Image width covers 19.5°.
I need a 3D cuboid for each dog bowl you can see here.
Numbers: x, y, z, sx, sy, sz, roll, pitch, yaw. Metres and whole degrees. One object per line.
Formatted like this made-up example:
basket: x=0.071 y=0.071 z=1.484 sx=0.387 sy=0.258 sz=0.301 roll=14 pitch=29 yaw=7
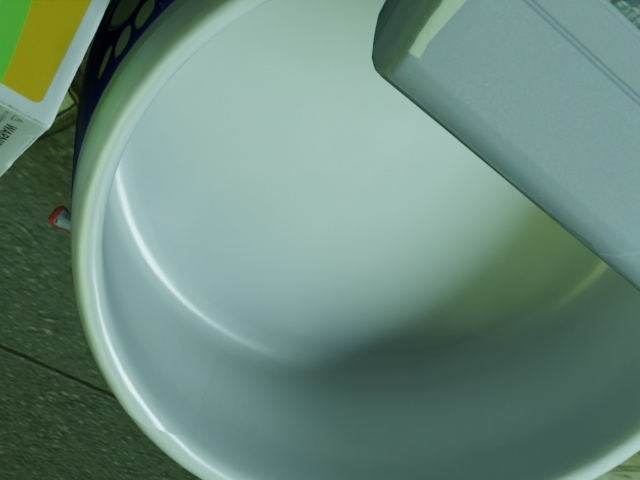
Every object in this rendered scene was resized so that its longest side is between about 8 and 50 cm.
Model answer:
dog bowl: x=0.035 y=-0.019 z=0.725 sx=0.265 sy=0.104 sz=0.265 roll=-4 pitch=123 yaw=-6

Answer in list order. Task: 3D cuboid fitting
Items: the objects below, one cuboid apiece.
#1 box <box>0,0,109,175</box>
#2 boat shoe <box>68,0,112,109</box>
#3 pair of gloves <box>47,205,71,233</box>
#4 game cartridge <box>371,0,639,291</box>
box: x=-0.124 y=-0.127 z=0.685 sx=0.103 sy=0.203 sz=0.114 roll=30 pitch=150 yaw=-17
boat shoe: x=0.000 y=0.000 z=0.902 sx=0.355 sy=0.132 sz=0.130 roll=40 pitch=147 yaw=-29
pair of gloves: x=-0.061 y=0.032 z=1.019 sx=0.159 sy=0.023 sz=0.198 roll=32 pitch=179 yaw=25
game cartridge: x=0.167 y=-0.099 z=0.564 sx=0.196 sy=0.060 sz=0.294 roll=39 pitch=123 yaw=-23
